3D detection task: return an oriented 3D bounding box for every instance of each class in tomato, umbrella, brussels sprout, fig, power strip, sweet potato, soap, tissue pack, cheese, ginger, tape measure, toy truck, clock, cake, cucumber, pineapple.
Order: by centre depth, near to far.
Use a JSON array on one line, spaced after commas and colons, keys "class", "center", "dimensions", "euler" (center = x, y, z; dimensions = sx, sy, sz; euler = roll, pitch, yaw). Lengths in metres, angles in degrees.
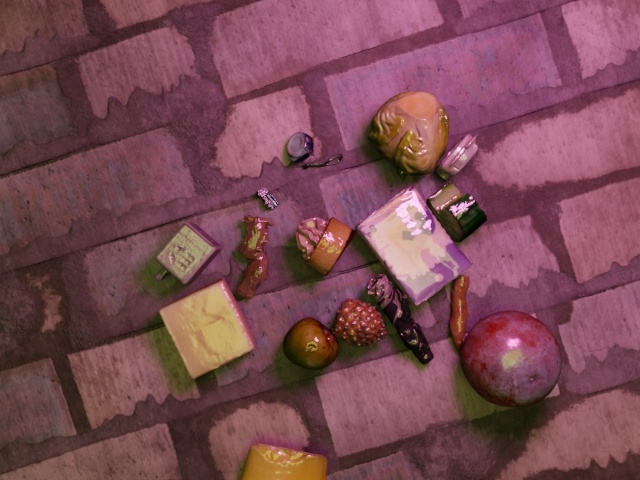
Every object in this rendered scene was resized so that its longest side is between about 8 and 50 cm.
[{"class": "tomato", "center": [0.617, 0.384, 1.782], "dimensions": [0.317, 0.282, 0.316], "euler": [-4, 107, -12]}, {"class": "brussels sprout", "center": [0.290, -0.344, 1.798], "dimensions": [0.227, 0.294, 0.259], "euler": [-38, 67, -26]}, {"class": "clock", "center": [0.460, -0.279, 1.822], "dimensions": [0.062, 0.191, 0.151], "euler": [41, 91, 1]}, {"class": "cake", "center": [0.000, 0.000, 1.830], "dimensions": [0.178, 0.208, 0.185], "euler": [35, 112, 6]}, {"class": "fig", "center": [-0.039, 0.348, 1.832], "dimensions": [0.191, 0.181, 0.181], "euler": [-26, 90, 32]}, {"class": "cucumber", "center": [0.461, -0.088, 1.832], "dimensions": [0.130, 0.191, 0.191], "euler": [-42, 90, 1]}, {"class": "pineapple", "center": [0.139, 0.286, 1.842], "dimensions": [0.193, 0.166, 0.166], "euler": [24, 90, 1]}, {"class": "power strip", "center": [-0.462, 0.064, 1.851], "dimensions": [0.140, 0.139, 0.224], "euler": [40, 90, 0]}, {"class": "umbrella", "center": [0.283, 0.264, 1.854], "dimensions": [0.106, 0.113, 0.357], "euler": [-34, 101, 6]}, {"class": "tissue pack", "center": [0.309, 0.016, 1.854], "dimensions": [0.242, 0.125, 0.343], "euler": [-36, 89, 1]}, {"class": "soap", "center": [-0.139, 0.902, 1.860], "dimensions": [0.306, 0.115, 0.426], "euler": [12, 91, -4]}, {"class": "cheese", "center": [-0.381, 0.296, 1.860], "dimensions": [0.243, 0.124, 0.265], "euler": [-26, 90, -3]}, {"class": "ginger", "center": [-0.232, 0.059, 1.877], "dimensions": [0.122, 0.084, 0.289], "euler": [6, 90, -6]}, {"class": "sweet potato", "center": [0.474, 0.261, 1.881], "dimensions": [0.059, 0.067, 0.281], "euler": [4, 90, 0]}, {"class": "toy truck", "center": [-0.185, -0.145, 1.902], "dimensions": [0.044, 0.039, 0.083], "euler": [-39, 91, -17]}, {"class": "tape measure", "center": [-0.023, -0.310, 1.904], "dimensions": [0.180, 0.104, 0.107], "euler": [6, 63, -32]}]
